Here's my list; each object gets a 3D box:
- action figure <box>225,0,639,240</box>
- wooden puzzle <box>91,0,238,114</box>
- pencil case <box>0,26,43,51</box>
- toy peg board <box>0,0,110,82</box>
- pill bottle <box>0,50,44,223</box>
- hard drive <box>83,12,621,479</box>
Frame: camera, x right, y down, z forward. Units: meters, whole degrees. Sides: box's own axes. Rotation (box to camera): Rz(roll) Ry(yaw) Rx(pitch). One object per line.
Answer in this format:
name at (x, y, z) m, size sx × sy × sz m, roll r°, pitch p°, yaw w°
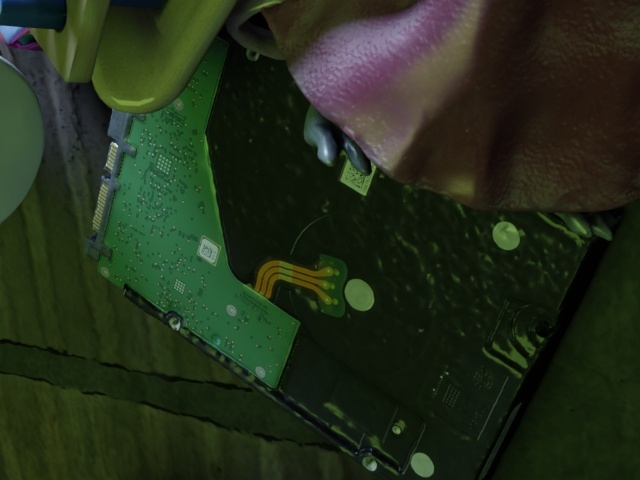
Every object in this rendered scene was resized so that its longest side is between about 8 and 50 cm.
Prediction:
action figure at (0.134, -0.191, 0.608) m, size 0.275 × 0.248 × 0.370 m, roll 51°, pitch 135°, yaw 43°
wooden puzzle at (-0.088, -0.293, 0.670) m, size 0.348 × 0.081 × 0.322 m, roll -46°, pitch 54°, yaw 42°
pencil case at (-0.232, -0.245, 0.869) m, size 0.104 × 0.104 × 0.236 m, roll -34°, pitch 86°, yaw 39°
toy peg board at (-0.170, -0.193, 0.665) m, size 0.160 × 0.079 × 0.161 m, roll 51°, pitch 132°, yaw 42°
pill bottle at (-0.348, -0.120, 0.899) m, size 0.334 × 0.188 × 0.187 m, roll 30°, pitch 123°, yaw 39°
hard drive at (0.000, 0.000, 0.820) m, size 0.339 × 0.064 × 0.236 m, roll 32°, pitch 123°, yaw 21°
